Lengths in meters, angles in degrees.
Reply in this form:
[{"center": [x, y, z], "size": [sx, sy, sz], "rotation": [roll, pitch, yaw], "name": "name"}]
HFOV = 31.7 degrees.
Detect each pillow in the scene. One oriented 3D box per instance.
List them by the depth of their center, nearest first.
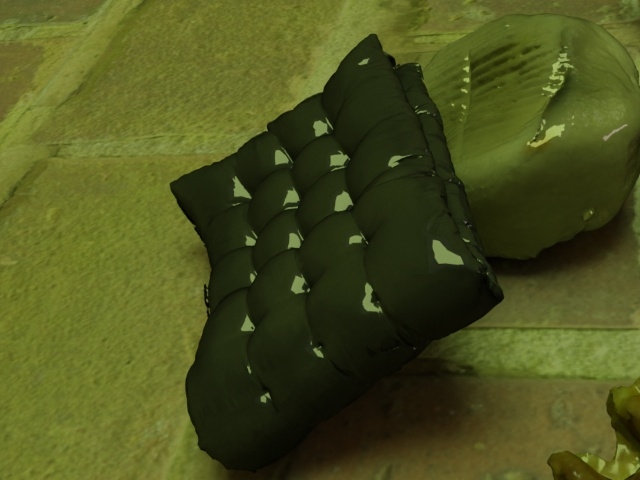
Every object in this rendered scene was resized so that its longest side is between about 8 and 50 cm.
[{"center": [0.000, 0.000, 0.828], "size": [0.228, 0.101, 0.326], "rotation": [-38, 33, 19], "name": "pillow"}]

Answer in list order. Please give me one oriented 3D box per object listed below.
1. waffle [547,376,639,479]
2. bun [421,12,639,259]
[{"center": [0.218, 0.176, 0.442], "size": [0.312, 0.060, 0.307], "rotation": [4, 56, 29], "name": "waffle"}, {"center": [0.169, -0.081, 0.925], "size": [0.229, 0.145, 0.229], "rotation": [-33, 37, 29], "name": "bun"}]
